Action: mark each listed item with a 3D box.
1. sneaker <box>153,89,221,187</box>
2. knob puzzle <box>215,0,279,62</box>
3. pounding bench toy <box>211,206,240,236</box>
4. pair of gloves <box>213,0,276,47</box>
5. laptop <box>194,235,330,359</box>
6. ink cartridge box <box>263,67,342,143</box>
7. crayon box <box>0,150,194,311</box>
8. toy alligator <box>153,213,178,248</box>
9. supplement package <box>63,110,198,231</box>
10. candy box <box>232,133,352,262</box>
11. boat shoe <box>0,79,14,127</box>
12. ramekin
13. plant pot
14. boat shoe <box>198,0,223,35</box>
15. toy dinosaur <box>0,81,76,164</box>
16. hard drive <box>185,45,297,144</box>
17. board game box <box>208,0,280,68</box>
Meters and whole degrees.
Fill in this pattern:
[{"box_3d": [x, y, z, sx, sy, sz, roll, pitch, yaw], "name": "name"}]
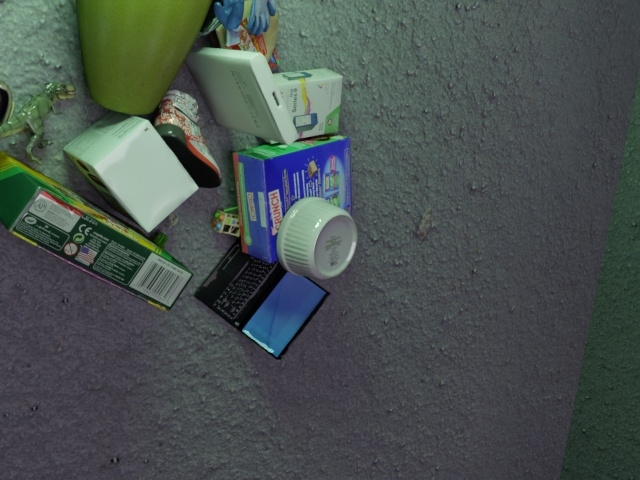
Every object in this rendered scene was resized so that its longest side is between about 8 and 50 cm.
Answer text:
[{"box_3d": [-0.298, -0.238, 1.611, 0.270, 0.090, 0.145, 53, 35, -61], "name": "sneaker"}, {"box_3d": [-0.166, -0.478, 1.619, 0.213, 0.030, 0.213, -39, 141, -40], "name": "knob puzzle"}, {"box_3d": [-0.234, -0.060, 1.750, 0.065, 0.052, 0.083, 14, 97, -39], "name": "pounding bench toy"}, {"box_3d": [-0.165, -0.516, 1.524, 0.198, 0.023, 0.159, -37, 144, -41], "name": "pair of gloves"}, {"box_3d": [-0.151, 0.143, 1.830, 0.234, 0.137, 0.264, -52, 129, -11], "name": "laptop"}, {"box_3d": [-0.057, -0.344, 1.747, 0.212, 0.093, 0.154, -14, 124, -31], "name": "ink cartridge box"}, {"box_3d": [-0.481, -0.021, 1.407, 0.363, 0.313, 0.106, 36, 86, -40], "name": "crayon box"}, {"box_3d": [-0.399, 0.020, 1.658, 0.189, 0.056, 0.051, -54, 171, -11], "name": "toy alligator"}, {"box_3d": [-0.410, -0.154, 1.486, 0.149, 0.203, 0.194, -45, 126, -17], "name": "supplement package"}, {"box_3d": [-0.063, -0.120, 1.783, 0.317, 0.122, 0.268, -22, 118, -44], "name": "candy box"}, {"box_3d": [-0.701, -0.173, 1.327, 0.117, 0.097, 0.324, 35, 83, -39], "name": "boat shoe"}, {"box_3d": [0.000, 0.000, 1.719, 0.207, 0.109, 0.207, -22, 121, -43], "name": "ramekin"}, {"box_3d": [-0.377, -0.418, 1.404, 0.275, 0.275, 0.293, -2, 123, -37], "name": "plant pot"}, {"box_3d": [-0.209, -0.580, 1.520, 0.108, 0.102, 0.301, 39, 81, -38], "name": "boat shoe"}, {"box_3d": [-0.577, -0.225, 1.382, 0.268, 0.064, 0.118, -69, 163, -52], "name": "toy dinosaur"}, {"box_3d": [-0.184, -0.327, 1.528, 0.040, 0.307, 0.203, -38, 125, -21], "name": "hard drive"}, {"box_3d": [-0.203, -0.519, 1.630, 0.145, 0.027, 0.281, -35, 124, -21], "name": "board game box"}]
